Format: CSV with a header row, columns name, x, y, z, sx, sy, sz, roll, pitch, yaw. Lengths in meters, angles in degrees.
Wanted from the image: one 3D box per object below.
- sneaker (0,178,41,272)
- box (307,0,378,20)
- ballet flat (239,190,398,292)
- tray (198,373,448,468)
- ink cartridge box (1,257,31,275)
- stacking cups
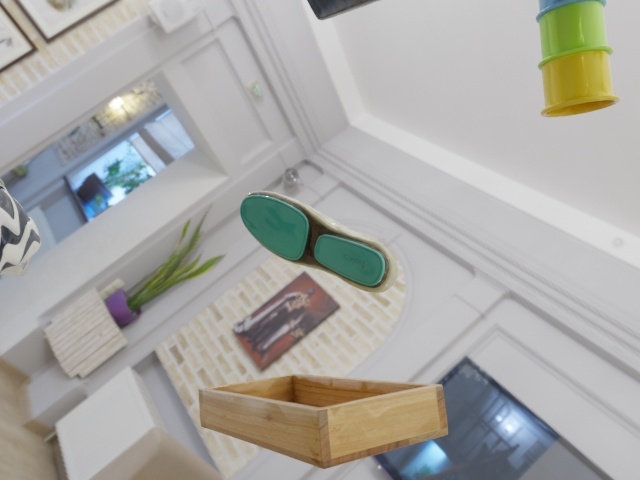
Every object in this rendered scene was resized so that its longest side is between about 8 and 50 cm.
name,x,y,z,sx,sy,sz,roll,pitch,yaw
sneaker,-0.464,0.004,0.659,0.093,0.235,0.153,10,-51,16
box,0.141,-0.410,0.455,0.212,0.395,0.293,55,-7,-24
ballet flat,0.000,0.000,0.720,0.248,0.086,0.086,29,-20,25
tray,-0.024,0.266,0.823,0.410,0.202,0.076,-20,-106,56
ink cartridge box,-0.534,0.022,0.847,0.115,0.063,0.029,11,36,-41
stacking cups,0.315,-0.327,0.683,0.096,0.095,0.317,174,-92,-77
